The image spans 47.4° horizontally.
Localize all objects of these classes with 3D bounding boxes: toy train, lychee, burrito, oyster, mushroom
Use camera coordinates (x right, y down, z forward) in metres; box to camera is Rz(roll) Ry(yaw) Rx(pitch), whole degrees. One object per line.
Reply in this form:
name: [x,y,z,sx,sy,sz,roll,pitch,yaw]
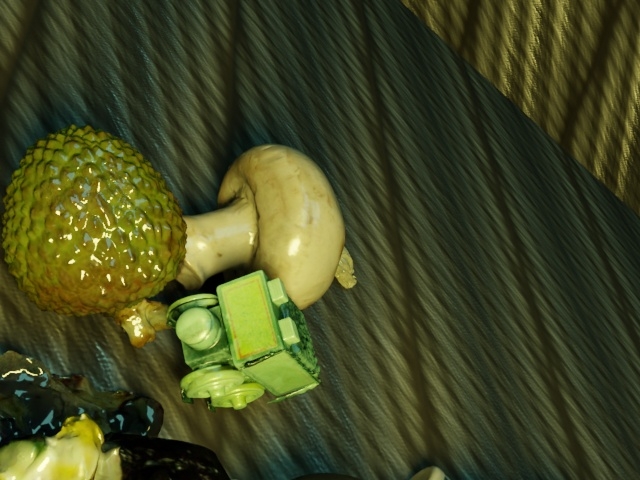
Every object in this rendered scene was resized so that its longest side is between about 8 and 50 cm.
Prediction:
toy train: [-0.113,0.158,1.099,0.272,0.188,0.159,59,12,-64]
lychee: [-0.320,-0.006,1.053,0.269,0.320,0.270,13,21,-5]
burrito: [-0.001,0.001,1.498,0.229,0.058,0.063,47,36,5]
oyster: [-0.370,0.224,0.936,0.361,0.096,0.221,33,33,-18]
mushroom: [-0.113,-0.016,1.229,0.290,0.297,0.298,-3,57,-31]

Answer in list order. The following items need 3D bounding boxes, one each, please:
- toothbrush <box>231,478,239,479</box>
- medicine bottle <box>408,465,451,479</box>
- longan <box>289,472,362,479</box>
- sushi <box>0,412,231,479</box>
toothbrush: [-0.125,0.366,1.087,0.204,0.017,0.022,20,63,-27]
medicine bottle: [0.222,0.482,1.223,0.191,0.107,0.107,46,38,1]
longan: [-0.024,0.453,0.895,0.288,0.288,0.350,46,53,2]
sushi: [-0.258,0.312,0.688,0.285,0.328,0.329,40,48,-22]
